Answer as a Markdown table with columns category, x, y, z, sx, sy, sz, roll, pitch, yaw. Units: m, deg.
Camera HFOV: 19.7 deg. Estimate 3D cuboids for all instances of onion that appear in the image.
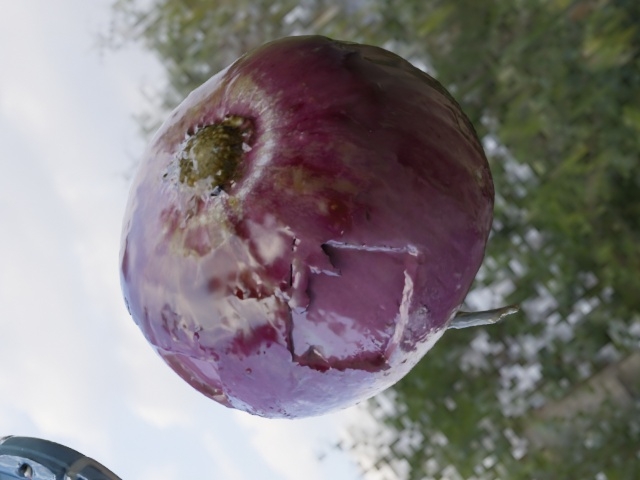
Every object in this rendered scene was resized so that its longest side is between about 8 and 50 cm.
| category | x | y | z | sx | sy | sz | roll | pitch | yaw |
| --- | --- | --- | --- | --- | --- | --- | --- | --- | --- |
| onion | -0.007 | -0.006 | 0.822 | 0.177 | 0.177 | 0.153 | 58 | 179 | 30 |

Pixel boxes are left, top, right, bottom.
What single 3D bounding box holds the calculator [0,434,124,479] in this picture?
| category | x | y | z | sx | sy | sz | roll | pitch | yaw |
| --- | --- | --- | --- | --- | --- | --- | --- | --- | --- |
| calculator | -0.125 | 0.190 | 0.949 | 0.039 | 0.121 | 0.210 | -44 | -46 | -42 |
